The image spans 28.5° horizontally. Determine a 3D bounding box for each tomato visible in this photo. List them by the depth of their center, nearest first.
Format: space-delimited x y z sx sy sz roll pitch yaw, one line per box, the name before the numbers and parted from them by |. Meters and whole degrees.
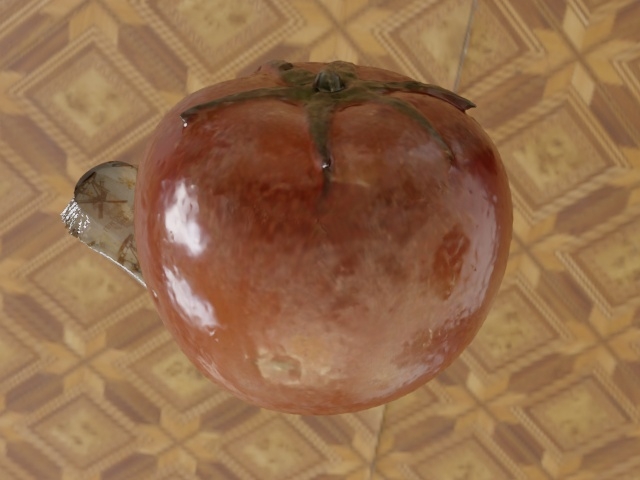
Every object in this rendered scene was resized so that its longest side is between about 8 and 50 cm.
tomato | 0.000 0.000 0.879 0.265 0.265 0.265 1 126 1

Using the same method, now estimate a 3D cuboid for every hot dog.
hot dog | -0.150 -0.005 1.182 0.191 0.108 0.059 35 155 15
